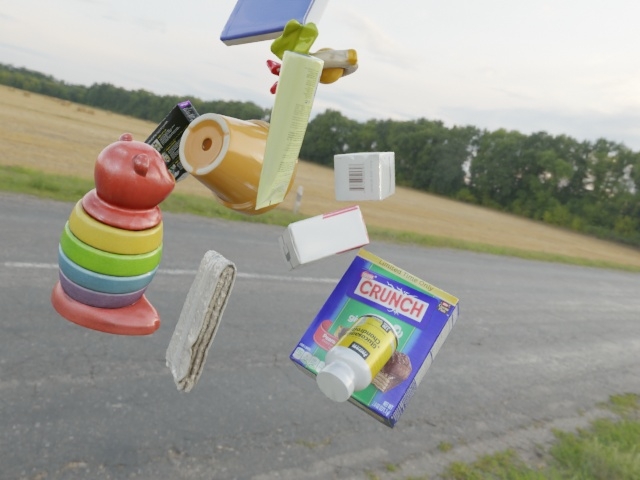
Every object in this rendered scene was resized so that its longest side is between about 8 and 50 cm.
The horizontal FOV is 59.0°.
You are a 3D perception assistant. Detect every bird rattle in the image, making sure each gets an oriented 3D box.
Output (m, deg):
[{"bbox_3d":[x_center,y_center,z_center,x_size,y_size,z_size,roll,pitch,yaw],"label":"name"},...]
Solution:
[{"bbox_3d":[-0.017,-0.381,1.282,0.207,0.142,0.253,-5,-5,-4],"label":"bird rattle"}]

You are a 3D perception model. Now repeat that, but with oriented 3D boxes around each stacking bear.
[{"bbox_3d":[-0.312,-0.018,0.886,0.164,0.288,0.175,6,27,-34],"label":"stacking bear"}]

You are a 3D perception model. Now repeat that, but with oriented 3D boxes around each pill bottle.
[{"bbox_3d":[0.073,0.236,1.137,0.103,0.103,0.184,18,38,29],"label":"pill bottle"}]

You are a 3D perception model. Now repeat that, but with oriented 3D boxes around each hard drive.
[{"bbox_3d":[-0.095,-0.567,1.335,0.319,0.210,0.040,13,-15,45],"label":"hard drive"}]

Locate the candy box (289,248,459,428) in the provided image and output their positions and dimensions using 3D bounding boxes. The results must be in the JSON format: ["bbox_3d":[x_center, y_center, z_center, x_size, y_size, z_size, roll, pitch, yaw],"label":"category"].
[{"bbox_3d":[0.131,0.219,1.315,0.268,0.317,0.122,27,-20,22],"label":"candy box"}]

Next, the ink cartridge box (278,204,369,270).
[{"bbox_3d":[0.000,0.000,1.257,0.159,0.092,0.218,-17,-2,-11],"label":"ink cartridge box"}]

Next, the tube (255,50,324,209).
[{"bbox_3d":[-0.054,-0.165,0.872,0.070,0.240,0.062,4,22,-28],"label":"tube"}]

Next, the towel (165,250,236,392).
[{"bbox_3d":[-0.261,0.163,1.205,0.049,0.282,0.187,20,0,-25],"label":"towel"}]

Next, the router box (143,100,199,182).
[{"bbox_3d":[-0.348,-0.240,1.407,0.179,0.133,0.046,-31,4,39],"label":"router box"}]

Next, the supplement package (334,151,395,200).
[{"bbox_3d":[0.106,-0.150,1.307,0.105,0.105,0.179,0,10,17],"label":"supplement package"}]

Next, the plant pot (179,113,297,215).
[{"bbox_3d":[-0.183,-0.170,1.180,0.205,0.205,0.188,18,-1,31],"label":"plant pot"}]
